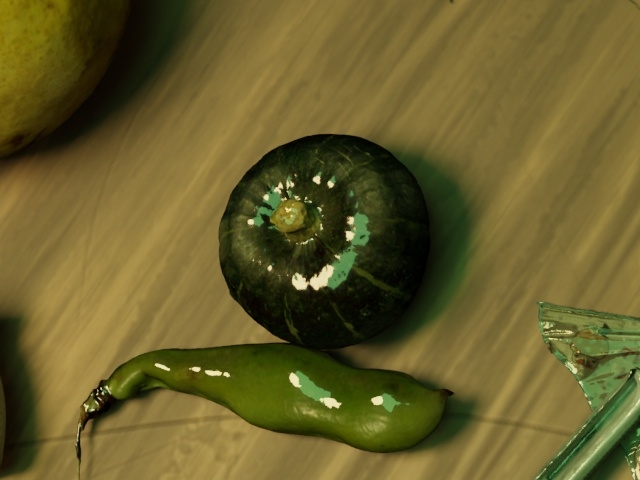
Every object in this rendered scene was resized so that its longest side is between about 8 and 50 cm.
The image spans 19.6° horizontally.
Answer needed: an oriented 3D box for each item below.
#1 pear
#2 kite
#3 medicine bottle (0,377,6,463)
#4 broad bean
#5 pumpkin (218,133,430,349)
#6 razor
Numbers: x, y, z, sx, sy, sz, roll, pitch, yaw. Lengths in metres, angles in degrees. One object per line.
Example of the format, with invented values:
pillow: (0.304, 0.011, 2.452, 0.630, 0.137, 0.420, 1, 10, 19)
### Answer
pear: (-0.293, -0.214, 1.458, 0.304, 0.304, 0.304, -3, 79, 17)
kite: (0.260, 0.175, 1.356, 0.314, 0.011, 0.335, -33, 72, 9)
medicine bottle: (-0.326, 0.119, 1.476, 0.147, 0.147, 0.143, -10, 74, 15)
broad bean: (-0.048, 0.126, 1.441, 0.318, 0.056, 0.098, -7, 91, 22)
pumpkin: (0.002, 0.001, 1.409, 0.167, 0.125, 0.167, 4, 100, 22)
razor: (0.149, 0.203, 1.360, 0.111, 0.056, 0.278, 43, 88, 18)
